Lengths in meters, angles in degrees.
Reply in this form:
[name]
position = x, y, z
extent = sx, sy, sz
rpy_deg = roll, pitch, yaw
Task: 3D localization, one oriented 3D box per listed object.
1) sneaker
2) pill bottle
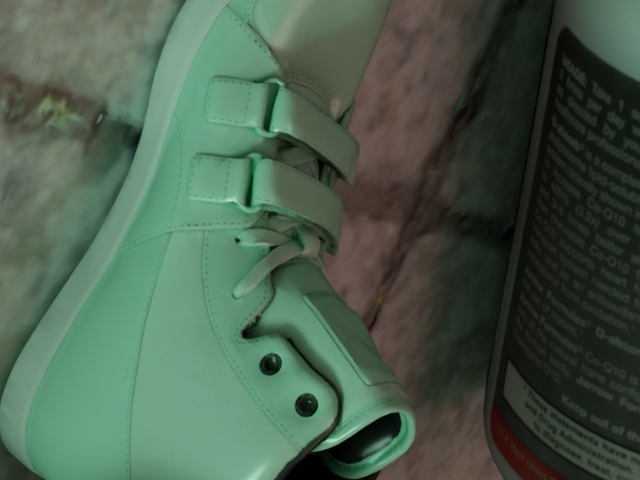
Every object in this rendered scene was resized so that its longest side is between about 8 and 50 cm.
[sneaker]
position = 0.000, 0.001, 0.715
extent = 0.094, 0.151, 0.256
rpy_deg = 23, 94, -55
[pill bottle]
position = 0.200, -0.040, 0.899
extent = 0.210, 0.210, 0.363
rpy_deg = -26, 134, -41
